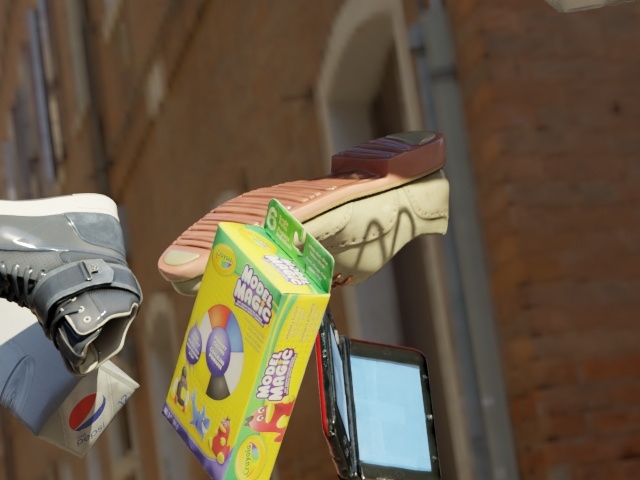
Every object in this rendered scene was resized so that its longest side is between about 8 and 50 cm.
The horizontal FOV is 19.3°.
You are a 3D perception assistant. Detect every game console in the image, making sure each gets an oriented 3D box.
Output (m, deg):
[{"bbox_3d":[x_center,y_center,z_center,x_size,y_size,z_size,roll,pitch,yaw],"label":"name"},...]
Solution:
[{"bbox_3d":[0.047,0.126,1.584,0.085,0.144,0.124,-10,-37,5],"label":"game console"}]

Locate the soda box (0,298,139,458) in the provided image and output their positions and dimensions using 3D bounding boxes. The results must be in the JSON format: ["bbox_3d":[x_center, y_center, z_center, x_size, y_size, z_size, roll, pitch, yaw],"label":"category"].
[{"bbox_3d":[-0.321,0.098,1.910,0.098,0.286,0.091,-52,-33,-2],"label":"soda box"}]

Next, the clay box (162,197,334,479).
[{"bbox_3d":[-0.062,0.085,1.592,0.053,0.222,0.127,2,26,-32],"label":"clay box"}]

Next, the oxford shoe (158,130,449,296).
[{"bbox_3d":[0.000,0.000,2.141,0.397,0.146,0.140,-23,19,-28],"label":"oxford shoe"}]

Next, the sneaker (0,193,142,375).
[{"bbox_3d":[-0.270,0.046,1.667,0.226,0.163,0.086,-9,-33,-20],"label":"sneaker"}]

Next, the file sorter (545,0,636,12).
[{"bbox_3d":[0.255,-0.326,1.639,0.193,0.173,0.278,-6,-11,24],"label":"file sorter"}]
